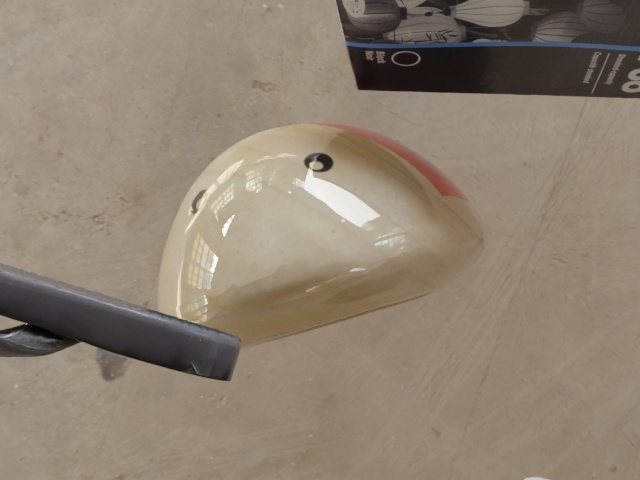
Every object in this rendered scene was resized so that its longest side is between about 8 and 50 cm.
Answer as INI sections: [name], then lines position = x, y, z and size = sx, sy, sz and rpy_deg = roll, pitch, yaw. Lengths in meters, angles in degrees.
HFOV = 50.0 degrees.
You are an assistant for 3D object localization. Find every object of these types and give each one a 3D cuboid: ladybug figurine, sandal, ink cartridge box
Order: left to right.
[sandal]
position = -0.166, 0.042, 0.357
size = 0.254, 0.097, 0.055
rpy_deg = 20, 82, -16
[ladybug figurine]
position = 0.000, 0.000, 0.670
size = 0.305, 0.449, 0.162
rpy_deg = -18, 82, 7
[ink cartridge box]
position = 0.181, -0.171, 0.512
size = 0.332, 0.165, 0.065
rpy_deg = 2, 74, 12

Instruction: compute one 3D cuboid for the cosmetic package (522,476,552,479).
[cosmetic package]
position = 0.218, 0.336, 0.609
size = 0.151, 0.151, 0.184
rpy_deg = -4, 93, 51
